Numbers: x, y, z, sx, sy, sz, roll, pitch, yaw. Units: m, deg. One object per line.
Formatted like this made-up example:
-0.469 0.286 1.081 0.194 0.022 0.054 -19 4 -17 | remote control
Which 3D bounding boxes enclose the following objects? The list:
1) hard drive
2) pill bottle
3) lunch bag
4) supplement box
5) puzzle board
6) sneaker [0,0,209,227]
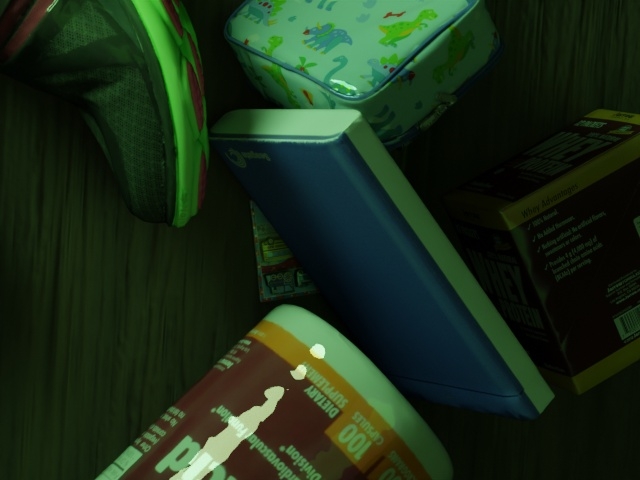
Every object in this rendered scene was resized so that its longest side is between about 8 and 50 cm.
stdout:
0.050 0.020 1.724 0.040 0.210 0.319 -46 116 -22 | hard drive
-0.094 0.261 1.709 0.392 0.224 0.224 -44 110 -11 | pill bottle
0.040 -0.174 1.707 0.176 0.219 0.090 -42 132 -17 | lunch bag
0.252 0.006 1.861 0.191 0.129 0.194 -29 106 -15 | supplement box
0.000 0.000 1.827 0.128 0.011 0.096 -9 101 -20 | puzzle board
-0.243 -0.215 1.643 0.202 0.185 0.483 -28 107 7 | sneaker
